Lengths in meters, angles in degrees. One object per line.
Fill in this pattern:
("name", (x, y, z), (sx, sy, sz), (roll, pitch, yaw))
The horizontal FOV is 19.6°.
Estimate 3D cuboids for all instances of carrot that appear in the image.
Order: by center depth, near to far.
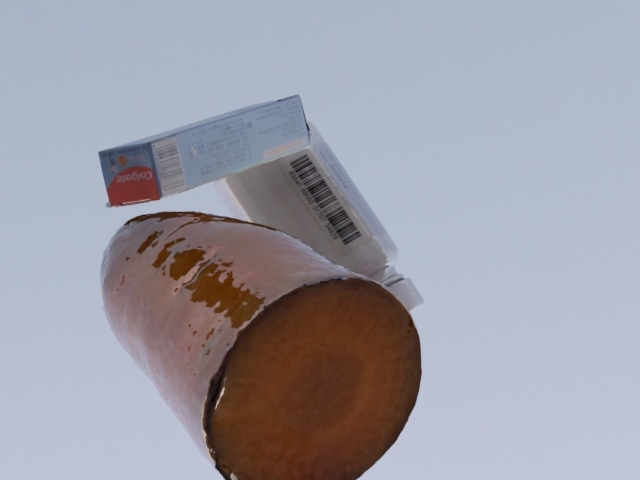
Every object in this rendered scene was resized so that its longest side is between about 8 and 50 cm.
("carrot", (-0.065, 0.057, 1.210), (0.159, 0.225, 0.159), (-21, -56, -33))

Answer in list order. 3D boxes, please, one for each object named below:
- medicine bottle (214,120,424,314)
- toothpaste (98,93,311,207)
("medicine bottle", (0.000, 0.000, 1.550), (0.103, 0.103, 0.187), (-36, -97, 9))
("toothpaste", (-0.090, -0.067, 1.377), (0.070, 0.193, 0.044), (-7, -81, 35))
